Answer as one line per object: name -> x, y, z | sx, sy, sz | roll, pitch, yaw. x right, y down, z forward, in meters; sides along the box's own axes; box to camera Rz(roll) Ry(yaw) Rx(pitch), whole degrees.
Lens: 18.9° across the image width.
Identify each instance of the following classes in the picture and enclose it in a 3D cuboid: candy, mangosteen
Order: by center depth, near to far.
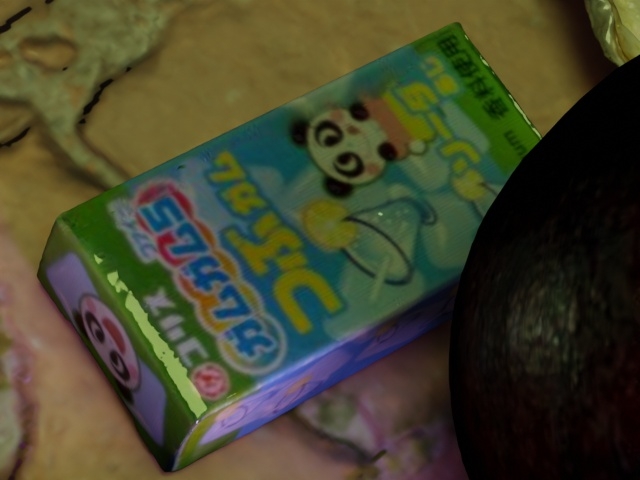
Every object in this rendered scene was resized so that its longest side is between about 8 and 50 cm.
mangosteen -> 0.187, 0.066, 0.635 | 0.300, 0.300, 0.300 | 7, 63, -14
candy -> 0.000, 0.000, 0.738 | 0.194, 0.062, 0.097 | -28, 76, -26

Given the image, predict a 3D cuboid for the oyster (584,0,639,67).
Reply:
oyster -> 0.155, -0.107, 0.848 | 0.146, 0.045, 0.121 | 40, 63, 13
